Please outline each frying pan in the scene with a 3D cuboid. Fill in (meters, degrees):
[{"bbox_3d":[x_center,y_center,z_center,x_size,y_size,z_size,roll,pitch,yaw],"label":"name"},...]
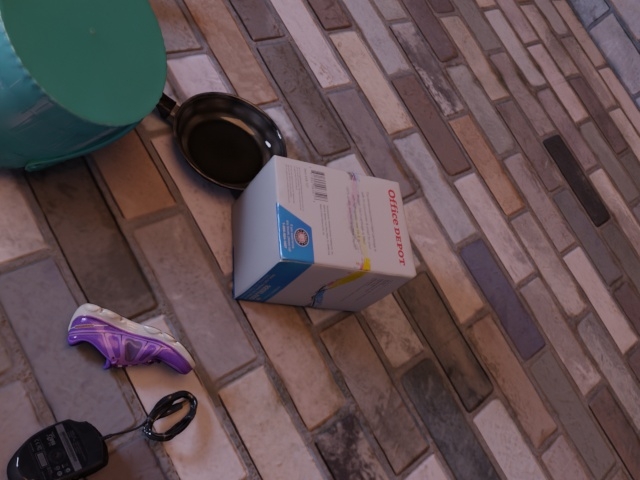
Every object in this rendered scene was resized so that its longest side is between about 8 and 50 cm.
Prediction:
[{"bbox_3d":[-0.207,-0.171,0.983,0.326,0.053,0.197,9,57,-25],"label":"frying pan"}]

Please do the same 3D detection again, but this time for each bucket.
[{"bbox_3d":[-0.346,-0.240,0.783,0.281,0.183,0.281,21,64,-54],"label":"bucket"}]

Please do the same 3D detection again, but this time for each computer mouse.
[{"bbox_3d":[-0.259,0.245,0.755,0.242,0.041,0.071,-11,56,-41],"label":"computer mouse"}]

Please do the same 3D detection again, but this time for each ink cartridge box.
[{"bbox_3d":[0.000,0.000,0.956,0.232,0.168,0.171,10,61,-28],"label":"ink cartridge box"}]

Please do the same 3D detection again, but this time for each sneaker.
[{"bbox_3d":[-0.248,0.144,0.804,0.170,0.068,0.071,24,71,-11],"label":"sneaker"}]
